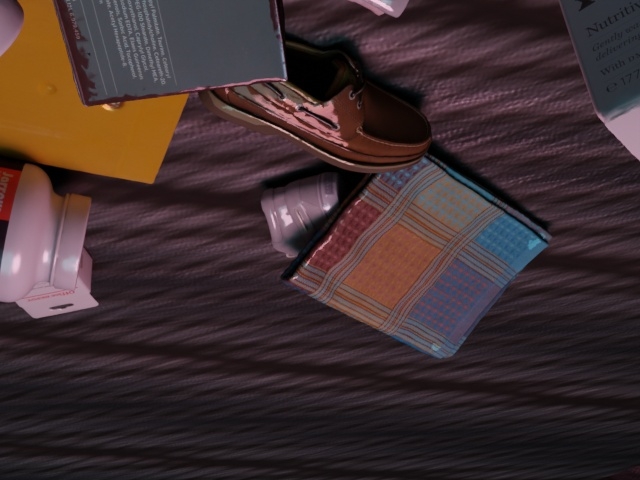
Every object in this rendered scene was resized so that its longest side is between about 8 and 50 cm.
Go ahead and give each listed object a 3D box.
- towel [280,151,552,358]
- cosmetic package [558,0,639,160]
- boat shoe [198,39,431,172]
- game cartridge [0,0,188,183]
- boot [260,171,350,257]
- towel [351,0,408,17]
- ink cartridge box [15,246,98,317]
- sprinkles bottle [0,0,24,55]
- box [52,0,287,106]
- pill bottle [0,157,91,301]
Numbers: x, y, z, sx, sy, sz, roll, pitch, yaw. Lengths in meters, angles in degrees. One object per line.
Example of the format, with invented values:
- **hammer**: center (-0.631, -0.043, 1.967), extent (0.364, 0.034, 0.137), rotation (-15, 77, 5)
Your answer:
- **towel**: center (0.152, 0.026, 1.458), extent (0.370, 0.040, 0.271), rotation (28, 107, -41)
- **cosmetic package**: center (0.320, -0.261, 0.876), extent (0.217, 0.385, 0.156), rotation (-31, 139, 27)
- **boat shoe**: center (0.012, -0.167, 1.201), extent (0.307, 0.110, 0.104), rotation (12, 143, -23)
- **game cartridge**: center (-0.319, -0.195, 1.174), extent (0.324, 0.052, 0.285), rotation (12, 142, -19)
- **boot**: center (0.000, 0.000, 1.469), extent (0.123, 0.095, 0.258), rotation (-9, 137, 15)
- **towel**: center (0.010, -0.384, 0.803), extent (0.317, 0.053, 0.332), rotation (19, 105, -31)
- **ink cartridge box**: center (-0.410, 0.032, 1.462), extent (0.115, 0.067, 0.198), rotation (-11, 143, 7)
- **sprinkles bottle**: center (-0.419, -0.304, 0.895), extent (0.121, 0.121, 0.355), rotation (-18, 135, 16)
- **box**: center (-0.143, -0.249, 0.972), extent (0.203, 0.168, 0.167), rotation (-7, 124, 1)
- **pill bottle**: center (-0.460, -0.024, 1.254), extent (0.323, 0.181, 0.181), rotation (10, 142, -13)
